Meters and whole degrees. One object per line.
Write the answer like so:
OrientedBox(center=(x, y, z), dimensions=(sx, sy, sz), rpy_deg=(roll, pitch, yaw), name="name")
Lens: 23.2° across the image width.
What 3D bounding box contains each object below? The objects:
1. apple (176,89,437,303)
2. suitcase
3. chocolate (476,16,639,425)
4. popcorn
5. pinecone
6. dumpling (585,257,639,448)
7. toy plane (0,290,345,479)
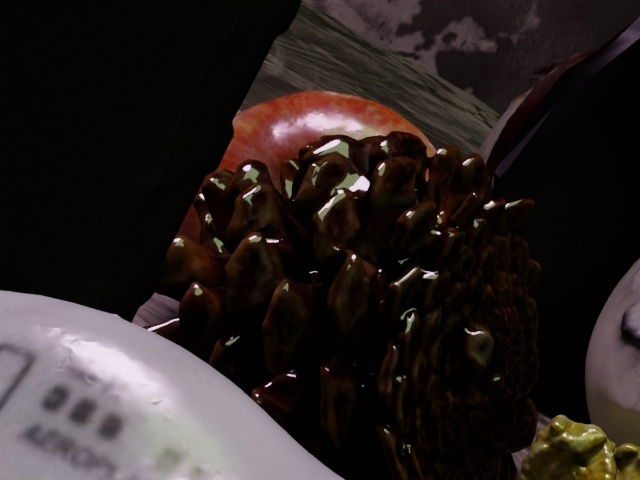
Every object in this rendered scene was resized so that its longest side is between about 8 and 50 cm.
OrientedBox(center=(0.000, 0.000, 0.763), dimensions=(0.146, 0.146, 0.131), rpy_deg=(32, -11, 6), name="apple")
OrientedBox(center=(-0.166, -0.078, 0.536), dimensions=(0.285, 0.206, 0.066), rpy_deg=(33, 21, 12), name="suitcase")
OrientedBox(center=(0.207, -0.016, 1.065), dimensions=(0.283, 0.283, 0.186), rpy_deg=(25, 2, -22), name="chocolate")
OrientedBox(center=(0.131, 0.123, 0.765), dimensions=(0.083, 0.059, 0.068), rpy_deg=(43, -16, -20), name="popcorn")
OrientedBox(center=(-0.001, 0.035, 0.615), dimensions=(0.165, 0.163, 0.163), rpy_deg=(9, -2, 36), name="pinecone")
OrientedBox(center=(0.259, 0.085, 0.852), dimensions=(0.227, 0.243, 0.175), rpy_deg=(42, -34, -11), name="dumpling")
OrientedBox(center=(-0.029, 0.084, 0.343), dimensions=(0.267, 0.123, 0.267), rpy_deg=(14, -1, 0), name="toy plane")
